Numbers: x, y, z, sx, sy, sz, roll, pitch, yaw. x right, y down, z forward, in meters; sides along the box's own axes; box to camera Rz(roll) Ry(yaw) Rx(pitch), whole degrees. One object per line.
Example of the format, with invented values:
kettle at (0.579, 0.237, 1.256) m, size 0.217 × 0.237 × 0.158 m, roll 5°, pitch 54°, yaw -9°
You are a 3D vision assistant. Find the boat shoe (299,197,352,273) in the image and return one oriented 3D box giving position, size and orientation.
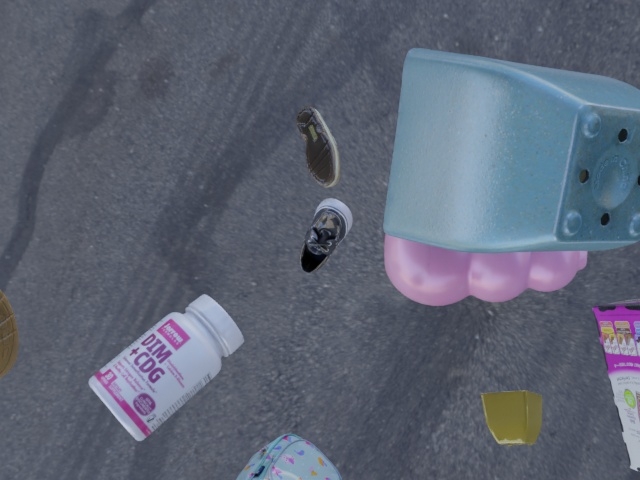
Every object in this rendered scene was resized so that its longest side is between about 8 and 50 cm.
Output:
boat shoe at (0.000, 0.000, 1.292) m, size 0.080 × 0.228 × 0.076 m, roll 30°, pitch 58°, yaw -2°

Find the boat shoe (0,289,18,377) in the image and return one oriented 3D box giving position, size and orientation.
boat shoe at (-0.308, 0.044, 0.519) m, size 0.059 × 0.063 × 0.170 m, roll 11°, pitch 127°, yaw 33°

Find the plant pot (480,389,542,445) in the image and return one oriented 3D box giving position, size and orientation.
plant pot at (0.326, 0.302, 1.065) m, size 0.081 × 0.081 × 0.083 m, roll -14°, pitch 64°, yaw 35°

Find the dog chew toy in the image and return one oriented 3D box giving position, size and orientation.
dog chew toy at (0.283, 0.016, 1.094) m, size 0.331 × 0.206 × 0.207 m, roll 3°, pitch 85°, yaw 17°

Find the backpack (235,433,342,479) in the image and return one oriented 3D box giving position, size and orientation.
backpack at (-0.049, 0.404, 1.012) m, size 0.166 × 0.188 × 0.144 m, roll 44°, pitch 108°, yaw 1°

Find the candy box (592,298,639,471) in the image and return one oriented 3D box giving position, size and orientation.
candy box at (0.452, 0.194, 0.827) m, size 0.071 × 0.159 × 0.234 m, roll -10°, pitch 84°, yaw -4°

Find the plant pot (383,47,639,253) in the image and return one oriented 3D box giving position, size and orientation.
plant pot at (0.257, -0.097, 0.770) m, size 0.247 × 0.252 × 0.248 m, roll 0°, pitch 104°, yaw -26°

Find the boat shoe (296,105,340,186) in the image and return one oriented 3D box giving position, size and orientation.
boat shoe at (0.010, -0.181, 1.250) m, size 0.068 × 0.072 × 0.190 m, roll -28°, pitch 59°, yaw 26°

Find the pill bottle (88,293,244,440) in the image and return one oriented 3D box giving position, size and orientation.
pill bottle at (-0.304, 0.248, 1.272) m, size 0.160 × 0.160 × 0.283 m, roll 43°, pitch 67°, yaw 14°
